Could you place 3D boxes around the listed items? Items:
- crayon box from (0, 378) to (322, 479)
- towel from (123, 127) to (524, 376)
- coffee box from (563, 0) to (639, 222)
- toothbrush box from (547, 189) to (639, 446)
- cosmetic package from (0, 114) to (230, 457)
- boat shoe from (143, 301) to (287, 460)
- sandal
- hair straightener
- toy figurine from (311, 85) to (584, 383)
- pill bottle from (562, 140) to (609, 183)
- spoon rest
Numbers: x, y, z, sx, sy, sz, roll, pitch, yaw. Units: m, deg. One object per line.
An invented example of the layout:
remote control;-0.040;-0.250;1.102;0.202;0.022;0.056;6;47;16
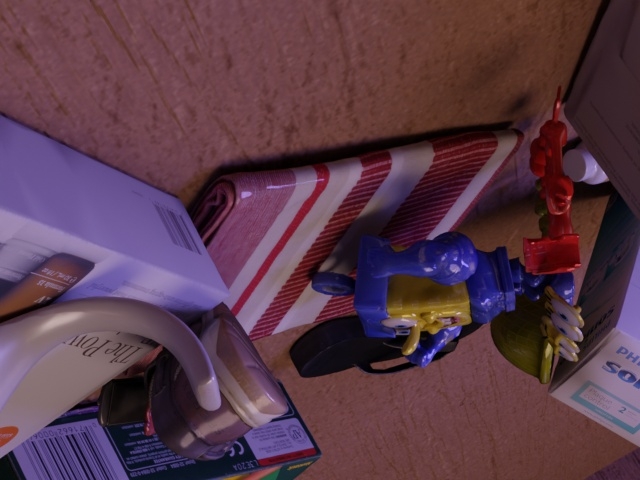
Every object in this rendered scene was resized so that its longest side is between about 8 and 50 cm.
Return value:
crayon box;-0.227;0.273;1.555;0.363;0.106;0.313;-4;146;-49
towel;0.000;0.000;1.353;0.329;0.037;0.237;-13;151;-42
coffee box;0.445;-0.123;1.247;0.334;0.337;0.338;-25;157;-16
toothbrush box;0.369;0.068;1.558;0.126;0.216;0.295;-55;-173;45
cosmetic package;-0.262;0.049;1.033;0.284;0.097;0.377;-34;159;13
boat shoe;-0.085;0.108;1.200;0.092;0.103;0.285;-32;-177;-4
sandal;0.076;0.111;1.666;0.254;0.054;0.097;-11;152;-40
hair straightener;-0.146;0.128;1.405;0.089;0.047;0.230;9;-174;13
toy figurine;0.102;0.018;1.375;0.217;0.191;0.362;-4;166;5
pill bottle;0.265;-0.077;1.517;0.083;0.043;0.043;-13;153;-37
spoon rest;-0.204;0.096;1.000;0.276;0.084;0.137;-14;155;-7
